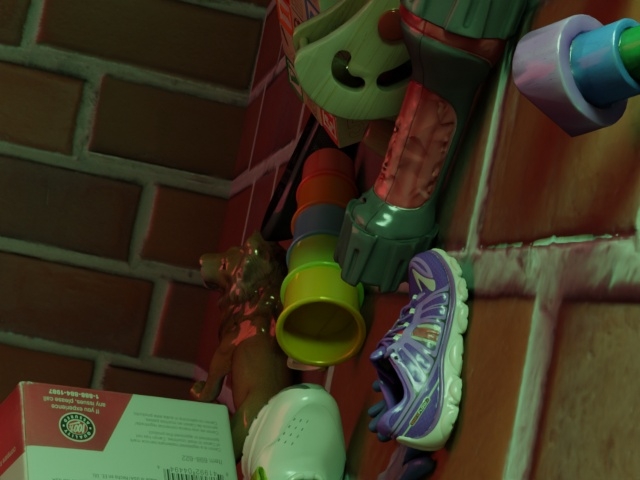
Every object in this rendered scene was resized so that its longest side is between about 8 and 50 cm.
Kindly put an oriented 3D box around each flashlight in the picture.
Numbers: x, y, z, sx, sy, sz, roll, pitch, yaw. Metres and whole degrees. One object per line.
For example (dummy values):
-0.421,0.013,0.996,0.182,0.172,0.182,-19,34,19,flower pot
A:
0.082,-0.095,1.153,0.103,0.103,0.304,-98,23,-58,flashlight

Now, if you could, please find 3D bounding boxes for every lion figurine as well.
-0.083,0.189,1.793,0.240,0.142,0.392,-62,31,37,lion figurine

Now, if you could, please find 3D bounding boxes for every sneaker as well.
0.074,0.078,1.071,0.068,0.071,0.170,115,165,-55,sneaker
-0.019,0.288,1.352,0.129,0.111,0.297,-152,67,-68,sneaker

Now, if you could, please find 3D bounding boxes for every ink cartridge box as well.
-0.236,0.378,1.585,0.160,0.279,0.384,-43,46,41,ink cartridge box

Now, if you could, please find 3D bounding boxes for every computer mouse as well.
0.009,-0.112,1.751,0.188,0.072,0.272,-115,50,-79,computer mouse

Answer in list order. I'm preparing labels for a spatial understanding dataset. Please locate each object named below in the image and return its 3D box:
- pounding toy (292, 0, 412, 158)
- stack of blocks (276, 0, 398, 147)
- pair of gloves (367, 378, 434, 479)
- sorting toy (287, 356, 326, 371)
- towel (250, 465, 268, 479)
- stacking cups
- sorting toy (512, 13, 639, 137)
0.057,-0.204,1.268,0.155,0.154,0.269,-95,19,-61,pounding toy
0.006,-0.262,1.370,0.297,0.087,0.171,81,162,-44,stack of blocks
0.067,0.153,1.168,0.159,0.023,0.198,113,166,-53,pair of gloves
-0.003,0.106,1.612,0.083,0.045,0.075,117,170,-60,sorting toy
-0.085,0.334,1.344,0.102,0.021,0.237,-114,36,-43,towel
0.000,0.000,1.545,0.316,0.096,0.096,-90,15,-52,stacking cups
0.186,-0.243,0.802,0.126,0.127,0.365,-16,61,46,sorting toy
